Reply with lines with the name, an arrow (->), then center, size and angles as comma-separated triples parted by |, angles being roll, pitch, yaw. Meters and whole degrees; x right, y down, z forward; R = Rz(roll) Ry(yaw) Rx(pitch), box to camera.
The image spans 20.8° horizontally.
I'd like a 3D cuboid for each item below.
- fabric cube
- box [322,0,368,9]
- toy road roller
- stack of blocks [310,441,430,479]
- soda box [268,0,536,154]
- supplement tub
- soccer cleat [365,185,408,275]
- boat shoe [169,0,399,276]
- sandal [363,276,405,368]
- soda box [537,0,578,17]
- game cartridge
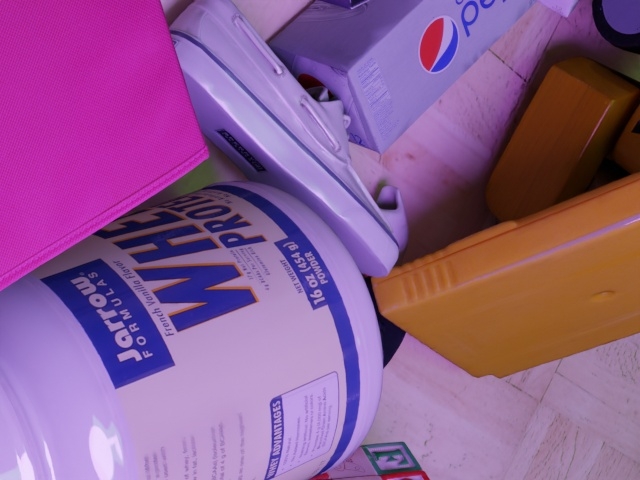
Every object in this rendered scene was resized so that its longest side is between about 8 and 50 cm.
fabric cube -> -0.263, -0.126, 1.007 | 0.254, 0.259, 0.258 | -35, 126, -29
box -> -0.026, -0.312, 1.215 | 0.103, 0.184, 0.261 | -31, 126, -30
toy road roller -> 0.335, -0.084, 1.584 | 0.202, 0.240, 0.329 | 16, 109, -46
stack of blocks -> -0.012, 0.325, 1.511 | 0.171, 0.087, 0.297 | -3, 121, -22
soda box -> 0.094, -0.203, 1.440 | 0.286, 0.098, 0.091 | -44, 134, -22
supplement tub -> -0.142, 0.105, 1.234 | 0.325, 0.235, 0.235 | -21, 120, -38
soccer cleat -> 0.000, 0.000, 1.461 | 0.196, 0.068, 0.076 | -14, 107, -46
boat shoe -> -0.020, -0.081, 1.355 | 0.267, 0.096, 0.088 | 44, 70, -20
sandal -> -0.002, 0.133, 1.515 | 0.254, 0.054, 0.097 | -45, 133, -22
soda box -> 0.120, -0.263, 1.356 | 0.069, 0.216, 0.074 | -57, 172, -12
game cartridge -> 0.241, 0.027, 1.533 | 0.285, 0.324, 0.052 | 36, 38, -61
